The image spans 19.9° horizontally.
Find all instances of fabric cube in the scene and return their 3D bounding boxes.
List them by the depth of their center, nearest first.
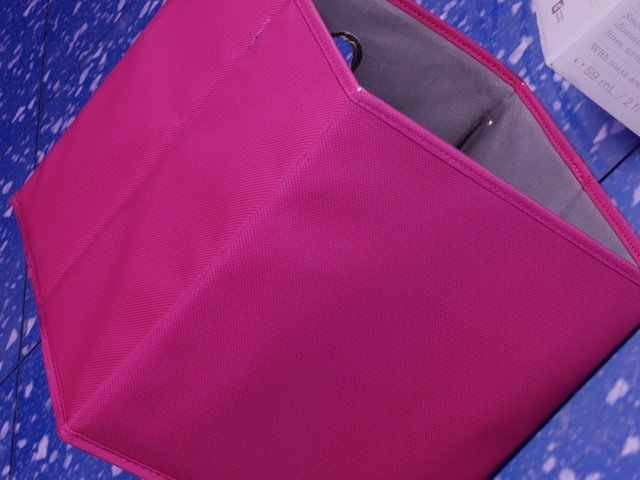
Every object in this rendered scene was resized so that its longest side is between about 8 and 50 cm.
[{"bbox_3d":[0.000,0.000,1.096,0.258,0.254,0.259,-50,34,18],"label":"fabric cube"}]

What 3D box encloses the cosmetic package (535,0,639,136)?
[{"bbox_3d":[0.245,-0.165,1.043,0.231,0.117,0.085,-43,29,29],"label":"cosmetic package"}]
